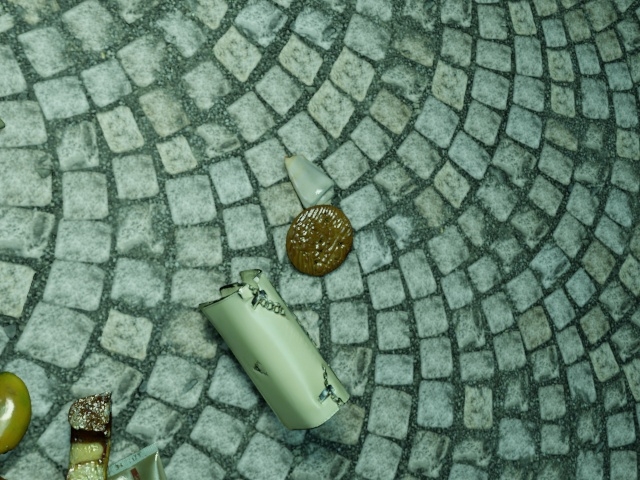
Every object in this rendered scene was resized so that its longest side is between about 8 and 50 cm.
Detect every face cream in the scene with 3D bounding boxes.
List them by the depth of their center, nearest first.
[{"bbox_3d":[-0.355,0.632,1.536,0.137,0.084,0.341,-25,87,-15],"label":"face cream"}]

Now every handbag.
[{"bbox_3d":[-0.108,0.249,1.603,0.160,0.237,0.358,-38,99,-25],"label":"handbag"}]

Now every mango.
[{"bbox_3d":[-0.649,0.357,1.431,0.111,0.089,0.163,29,64,-17],"label":"mango"}]

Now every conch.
[{"bbox_3d":[-0.026,-0.145,1.791,0.104,0.094,0.176,-40,73,-10],"label":"conch"}]

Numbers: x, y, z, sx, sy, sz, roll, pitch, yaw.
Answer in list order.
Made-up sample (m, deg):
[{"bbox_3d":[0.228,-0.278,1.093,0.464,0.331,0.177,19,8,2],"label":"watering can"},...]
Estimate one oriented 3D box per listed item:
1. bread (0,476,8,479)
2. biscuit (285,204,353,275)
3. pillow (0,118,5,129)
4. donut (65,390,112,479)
[{"bbox_3d":[-0.638,0.515,1.333,0.184,0.234,0.110,40,71,-15],"label":"bread"},{"bbox_3d":[0.001,0.000,1.763,0.188,0.027,0.187,-7,108,-24],"label":"biscuit"},{"bbox_3d":[-0.811,-0.276,1.460,0.208,0.052,0.212,-35,96,-21],"label":"pillow"},{"bbox_3d":[-0.487,0.432,1.468,0.085,0.141,0.217,3,74,-14],"label":"donut"}]
